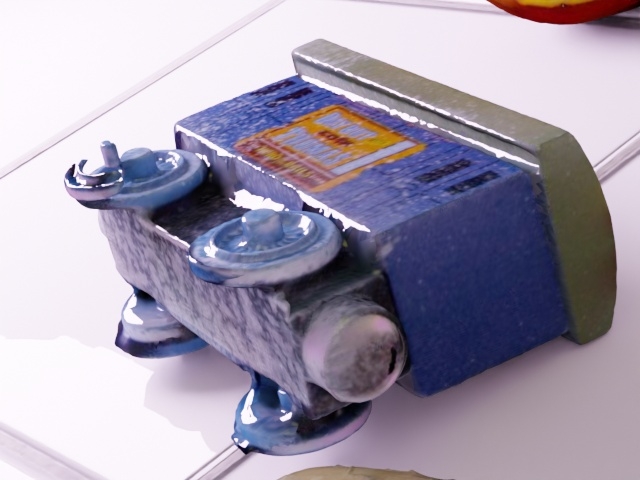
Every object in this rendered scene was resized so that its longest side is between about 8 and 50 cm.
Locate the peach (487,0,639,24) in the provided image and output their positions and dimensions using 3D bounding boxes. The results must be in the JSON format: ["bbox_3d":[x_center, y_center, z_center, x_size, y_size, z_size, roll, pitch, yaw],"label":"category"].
[{"bbox_3d":[0.215,-0.242,1.136,0.267,0.159,0.154,-31,0,27],"label":"peach"}]

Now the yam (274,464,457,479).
[{"bbox_3d":[0.131,0.129,0.597,0.371,0.083,0.083,2,34,37],"label":"yam"}]

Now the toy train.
[{"bbox_3d":[0.000,0.000,0.902,0.202,0.131,0.299,-23,26,-20],"label":"toy train"}]
